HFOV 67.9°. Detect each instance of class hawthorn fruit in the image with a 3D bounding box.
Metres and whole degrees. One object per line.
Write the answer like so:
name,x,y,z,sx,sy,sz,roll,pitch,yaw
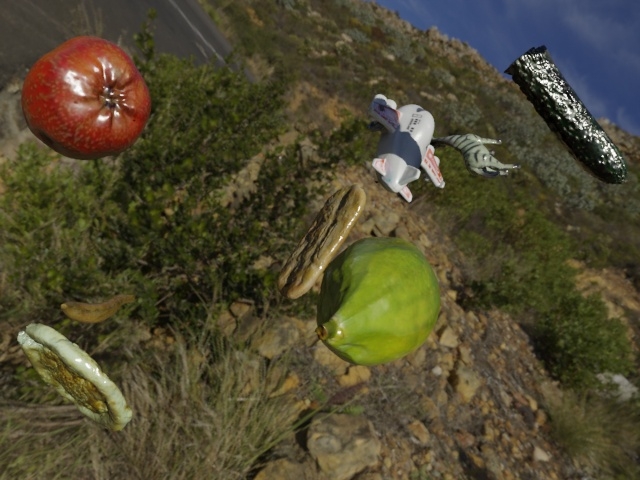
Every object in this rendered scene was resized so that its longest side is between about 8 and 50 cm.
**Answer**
hawthorn fruit,-0.558,-0.320,1.132,0.275,0.299,0.275,21,58,-40

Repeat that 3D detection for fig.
fig,0.065,0.116,0.832,0.233,0.314,0.233,26,-56,45

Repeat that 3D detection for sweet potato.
sweet potato,-0.579,0.181,1.257,0.069,0.059,0.249,58,21,12

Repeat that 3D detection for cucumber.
cucumber,0.372,-0.179,0.712,0.245,0.067,0.067,51,4,-5

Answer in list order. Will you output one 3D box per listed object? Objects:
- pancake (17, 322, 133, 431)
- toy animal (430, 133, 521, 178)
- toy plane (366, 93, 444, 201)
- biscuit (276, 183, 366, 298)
pancake,-0.427,0.240,0.823,0.254,0.253,0.037,53,47,-12
toy animal,0.372,-0.214,1.178,0.217,0.175,0.073,-102,-168,-52
toy plane,0.181,-0.198,1.013,0.252,0.118,0.252,17,64,-39
biscuit,0.000,0.000,0.514,0.018,0.147,0.071,38,-7,-27
